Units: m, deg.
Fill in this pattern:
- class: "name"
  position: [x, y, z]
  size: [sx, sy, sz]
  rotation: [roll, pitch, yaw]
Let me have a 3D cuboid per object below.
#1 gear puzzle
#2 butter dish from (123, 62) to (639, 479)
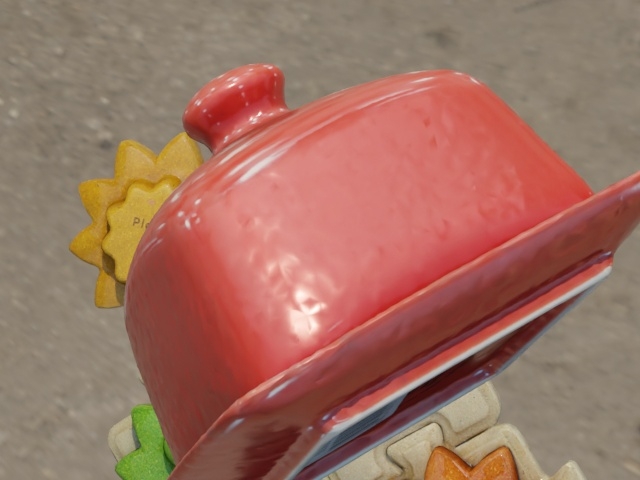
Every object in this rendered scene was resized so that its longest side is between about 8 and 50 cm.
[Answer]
- class: "gear puzzle"
  position: [0.007, 0.102, 0.803]
  size: [0.175, 0.044, 0.339]
  rotation: [-31, 86, 15]
- class: "butter dish"
  position: [0.000, 0.000, 0.600]
  size: [0.160, 0.160, 0.118]
  rotation: [-29, 79, -23]
